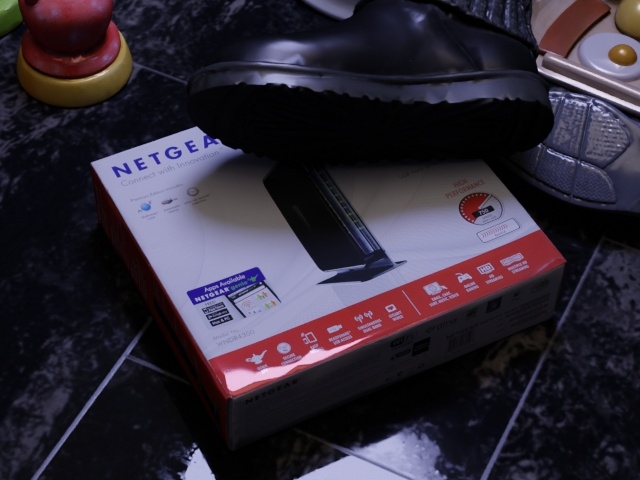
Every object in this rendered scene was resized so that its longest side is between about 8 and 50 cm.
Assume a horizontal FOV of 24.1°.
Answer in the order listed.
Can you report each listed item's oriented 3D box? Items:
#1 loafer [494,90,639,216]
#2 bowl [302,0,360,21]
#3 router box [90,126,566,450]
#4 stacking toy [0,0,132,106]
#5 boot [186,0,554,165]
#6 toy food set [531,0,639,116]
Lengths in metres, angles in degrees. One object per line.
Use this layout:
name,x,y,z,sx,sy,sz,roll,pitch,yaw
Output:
loafer,0.305,-0.064,1.453,0.302,0.095,0.109,16,80,17
bowl,0.081,-0.388,1.647,0.297,0.134,0.298,0,59,0
router box,0.000,0.000,1.372,0.335,0.082,0.301,-21,53,-20
stacking toy,-0.378,-0.226,1.523,0.309,0.130,0.279,-31,57,-26
boot,0.042,-0.208,1.389,0.348,0.131,0.260,1,62,-15
toy food set,0.367,-0.235,1.584,0.306,0.092,0.220,25,52,20
